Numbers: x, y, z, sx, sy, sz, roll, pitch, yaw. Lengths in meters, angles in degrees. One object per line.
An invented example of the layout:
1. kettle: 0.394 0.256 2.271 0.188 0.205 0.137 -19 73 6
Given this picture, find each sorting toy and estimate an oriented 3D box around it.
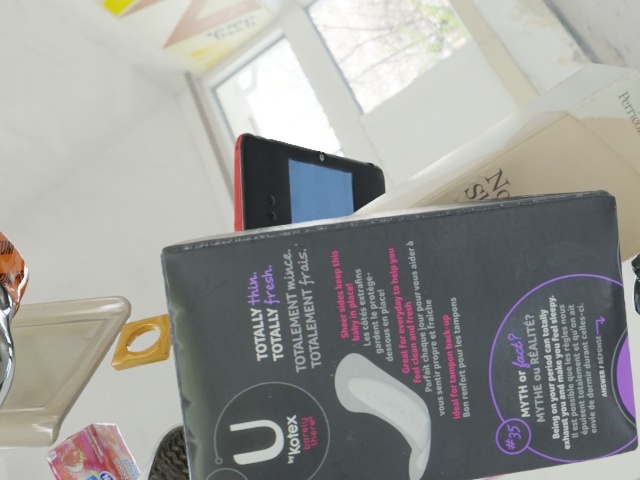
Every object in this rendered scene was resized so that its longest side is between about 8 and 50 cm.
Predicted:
1. sorting toy: -0.314 0.149 0.734 0.196 0.347 0.047 -74 -28 -50

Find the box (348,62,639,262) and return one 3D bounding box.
1. box: 0.160 -0.015 0.610 0.148 0.311 0.121 54 -166 -10

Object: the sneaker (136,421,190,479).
1. sneaker: -0.175 0.334 0.690 0.105 0.290 0.123 25 163 -4

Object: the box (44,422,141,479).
1. box: -0.449 0.525 1.396 0.257 0.122 0.128 56 177 16

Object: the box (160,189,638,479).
1. box: 0.045 0.063 0.448 0.143 0.270 0.165 -166 70 -83

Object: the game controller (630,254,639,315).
1. game controller: 0.545 0.138 0.936 0.319 0.067 0.166 -109 -7 -50

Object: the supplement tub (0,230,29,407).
1. supplement tub: -0.318 0.130 0.375 0.207 0.207 0.338 44 -136 -34

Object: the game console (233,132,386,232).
1. game console: 0.000 0.000 1.212 0.386 0.060 0.342 7 -99 -47
